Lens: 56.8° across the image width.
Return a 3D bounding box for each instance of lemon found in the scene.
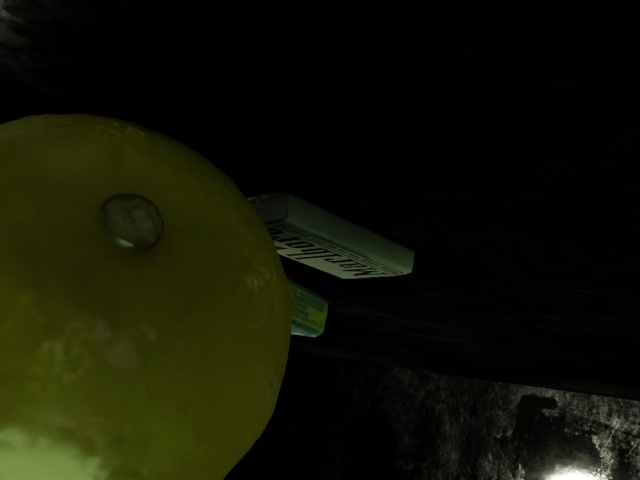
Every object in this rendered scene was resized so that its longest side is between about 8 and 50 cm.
[{"bbox_3d":[-0.181,0.066,0.469,0.347,0.348,0.348,11,165,3],"label":"lemon"}]

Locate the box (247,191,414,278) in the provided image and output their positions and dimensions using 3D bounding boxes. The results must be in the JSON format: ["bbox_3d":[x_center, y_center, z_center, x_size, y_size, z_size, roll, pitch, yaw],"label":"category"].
[{"bbox_3d":[0.000,0.000,0.628,0.177,0.036,0.115,23,161,-37],"label":"box"}]

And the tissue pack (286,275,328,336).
[{"bbox_3d":[-0.128,0.083,0.945,0.185,0.081,0.257,2,161,33],"label":"tissue pack"}]
